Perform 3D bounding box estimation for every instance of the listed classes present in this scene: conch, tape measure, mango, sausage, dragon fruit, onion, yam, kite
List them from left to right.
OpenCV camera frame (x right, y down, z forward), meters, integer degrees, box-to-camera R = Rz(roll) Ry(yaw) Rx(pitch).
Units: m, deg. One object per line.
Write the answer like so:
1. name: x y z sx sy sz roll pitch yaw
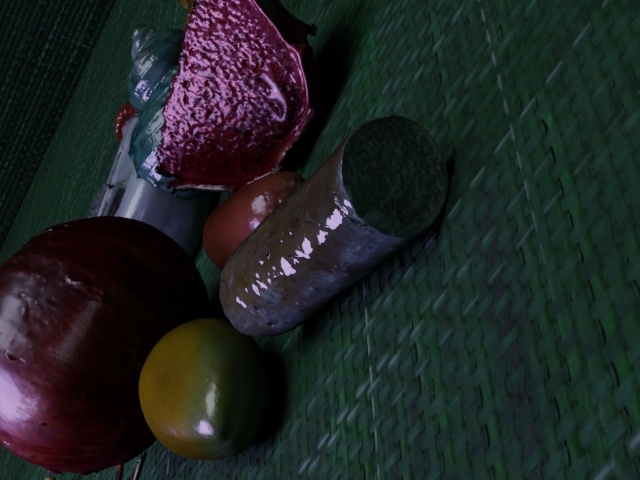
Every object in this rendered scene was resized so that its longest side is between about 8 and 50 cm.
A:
1. onion: -0.230 0.109 1.309 0.276 0.276 0.276 -55 23 37
2. kite: -0.242 0.308 1.475 0.183 0.010 0.160 -56 22 35
3. tape measure: -0.227 -0.039 1.627 0.243 0.125 0.246 -71 17 -5
4. conch: -0.160 -0.172 1.512 0.202 0.196 0.134 42 142 30
5. mango: -0.101 0.135 1.130 0.130 0.092 0.194 -66 23 4
6. sausage: -0.061 -0.015 1.212 0.194 0.077 0.077 -23 49 64
7. dragon fruit: -0.059 -0.152 1.307 0.126 0.161 0.274 -38 -26 -51
8. yam: 0.000 0.000 0.991 0.259 0.093 0.093 -41 33 56

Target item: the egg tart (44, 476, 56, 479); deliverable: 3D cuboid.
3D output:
1. egg tart: -0.371 0.383 1.695 0.130 0.052 0.130 -56 21 34

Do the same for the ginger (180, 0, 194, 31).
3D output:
1. ginger: -0.175 -0.336 1.896 0.118 0.065 0.299 -49 25 15

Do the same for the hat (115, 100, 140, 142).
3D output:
1. hat: -0.234 -0.131 1.824 0.162 0.112 0.094 -110 15 -49
